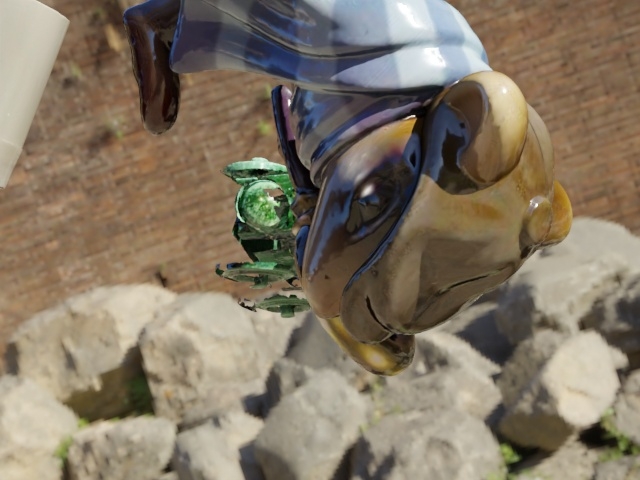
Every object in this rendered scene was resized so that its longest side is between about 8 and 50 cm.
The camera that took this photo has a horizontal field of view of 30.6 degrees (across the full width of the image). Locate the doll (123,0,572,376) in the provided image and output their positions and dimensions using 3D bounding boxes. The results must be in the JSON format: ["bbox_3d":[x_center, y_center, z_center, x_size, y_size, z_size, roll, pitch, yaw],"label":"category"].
[{"bbox_3d":[0.006,-0.087,0.793,0.209,0.340,0.318,-38,-20,-5],"label":"doll"}]

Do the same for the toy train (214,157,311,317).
[{"bbox_3d":[0.001,0.008,1.162,0.189,0.126,0.307,6,-14,9],"label":"toy train"}]

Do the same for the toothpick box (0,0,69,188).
[{"bbox_3d":[-0.325,-0.149,1.131,0.111,0.181,0.111,21,-3,1],"label":"toothpick box"}]
